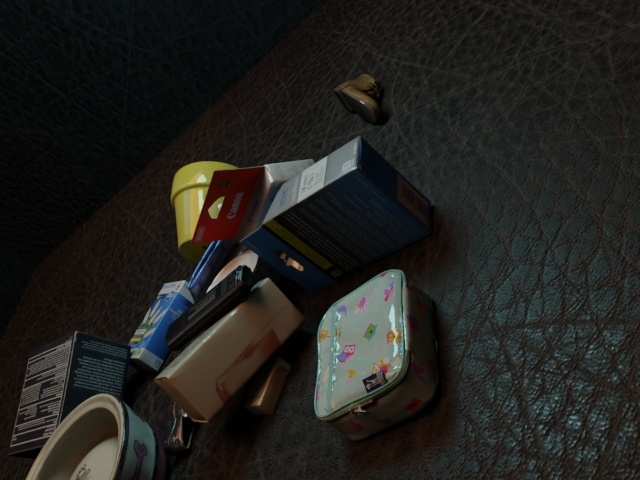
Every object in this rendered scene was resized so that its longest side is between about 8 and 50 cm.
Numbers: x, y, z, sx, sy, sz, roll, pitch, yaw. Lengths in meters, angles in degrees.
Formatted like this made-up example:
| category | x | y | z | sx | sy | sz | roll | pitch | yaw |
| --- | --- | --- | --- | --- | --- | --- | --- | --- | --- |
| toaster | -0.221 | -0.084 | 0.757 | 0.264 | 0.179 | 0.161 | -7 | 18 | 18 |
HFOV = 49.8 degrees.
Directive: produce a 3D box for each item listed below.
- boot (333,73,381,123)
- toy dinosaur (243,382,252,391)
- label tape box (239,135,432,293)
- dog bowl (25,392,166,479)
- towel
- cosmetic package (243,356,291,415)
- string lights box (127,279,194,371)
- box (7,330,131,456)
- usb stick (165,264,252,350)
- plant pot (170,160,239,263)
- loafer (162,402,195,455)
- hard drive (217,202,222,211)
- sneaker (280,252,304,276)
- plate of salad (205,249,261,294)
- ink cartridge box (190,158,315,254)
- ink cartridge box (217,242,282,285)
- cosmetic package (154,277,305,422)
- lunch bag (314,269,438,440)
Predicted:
| category | x | y | z | sx | sy | sz | roll | pitch | yaw |
| --- | --- | --- | --- | --- | --- | --- | --- | --- | --- |
| boot | 0.127 | -0.422 | 1.985 | 0.115 | 0.112 | 0.305 | -35 | 26 | 3 |
| toy dinosaur | -0.217 | 0.292 | 1.598 | 0.118 | 0.064 | 0.268 | -38 | 31 | 6 |
| label tape box | 0.030 | -0.043 | 1.459 | 0.333 | 0.240 | 0.106 | -29 | 39 | 33 |
| dog bowl | -0.509 | 0.559 | 1.539 | 0.408 | 0.150 | 0.408 | -32 | 37 | 29 |
| towel | -0.267 | 0.095 | 1.763 | 0.285 | 0.034 | 0.209 | 90 | -155 | -62 |
| cosmetic package | -0.110 | 0.304 | 1.438 | 0.060 | 0.041 | 0.115 | -18 | 40 | 46 |
| string lights box | -0.458 | 0.246 | 1.988 | 0.133 | 0.076 | 0.260 | -12 | 44 | 50 |
| box | -0.685 | 0.438 | 1.887 | 0.296 | 0.182 | 0.294 | -23 | 54 | 40 |
| usb stick | -0.242 | 0.147 | 1.478 | 0.278 | 0.045 | 0.077 | -39 | 32 | 31 |
| plant pot | -0.325 | -0.068 | 2.047 | 0.254 | 0.254 | 0.239 | -25 | 50 | 38 |
| loafer | -0.304 | 0.408 | 1.578 | 0.061 | 0.062 | 0.170 | -17 | 49 | 33 |
| hard drive | -0.074 | -0.137 | 1.726 | 0.353 | 0.047 | 0.233 | -22 | 4 | 0 |
| sneaker | 0.000 | 0.000 | 1.649 | 0.094 | 0.090 | 0.235 | 16 | 71 | 47 |
| plate of salad | -0.202 | 0.104 | 1.571 | 0.200 | 0.048 | 0.200 | -41 | 23 | 22 |
| ink cartridge box | -0.149 | -0.065 | 1.560 | 0.060 | 0.238 | 0.275 | 63 | 146 | 26 |
| ink cartridge box | -0.179 | 0.088 | 1.727 | 0.072 | 0.127 | 0.175 | -8 | 47 | 53 |
| cosmetic package | -0.189 | 0.231 | 1.453 | 0.296 | 0.129 | 0.153 | -44 | 7 | -24 |
| lunch bag | 0.088 | 0.200 | 1.208 | 0.224 | 0.108 | 0.279 | -32 | 31 | 29 |
